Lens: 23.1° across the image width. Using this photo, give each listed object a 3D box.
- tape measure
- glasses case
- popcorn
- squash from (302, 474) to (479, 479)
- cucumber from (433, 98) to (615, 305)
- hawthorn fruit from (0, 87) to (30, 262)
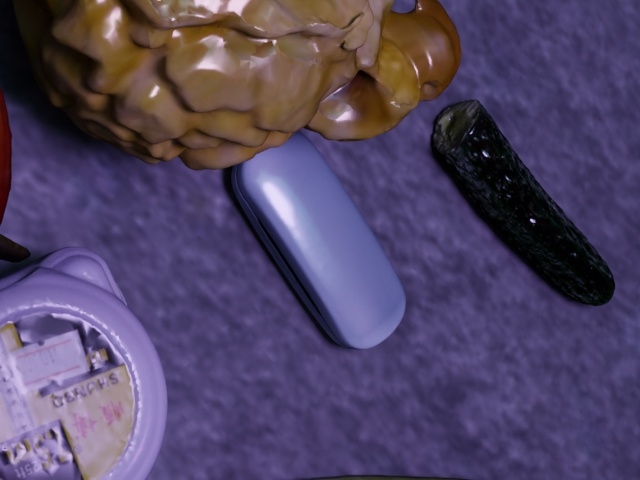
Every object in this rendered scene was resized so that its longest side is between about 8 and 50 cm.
[{"bbox_3d":[-0.195,0.107,0.993,0.196,0.105,0.178,-17,89,-32],"label":"tape measure"},{"bbox_3d":[0.000,0.000,1.145,0.067,0.045,0.178,-41,108,-26],"label":"glasses case"},{"bbox_3d":[-0.058,-0.170,1.026,0.332,0.225,0.265,13,59,-37],"label":"popcorn"},{"bbox_3d":[0.091,0.362,1.054,0.263,0.263,0.384,5,85,-31],"label":"squash"},{"bbox_3d":[0.168,-0.019,1.247,0.214,0.052,0.058,48,37,-22],"label":"cucumber"},{"bbox_3d":[-0.301,-0.041,0.851,0.369,0.285,0.284,21,75,-49],"label":"hawthorn fruit"}]
